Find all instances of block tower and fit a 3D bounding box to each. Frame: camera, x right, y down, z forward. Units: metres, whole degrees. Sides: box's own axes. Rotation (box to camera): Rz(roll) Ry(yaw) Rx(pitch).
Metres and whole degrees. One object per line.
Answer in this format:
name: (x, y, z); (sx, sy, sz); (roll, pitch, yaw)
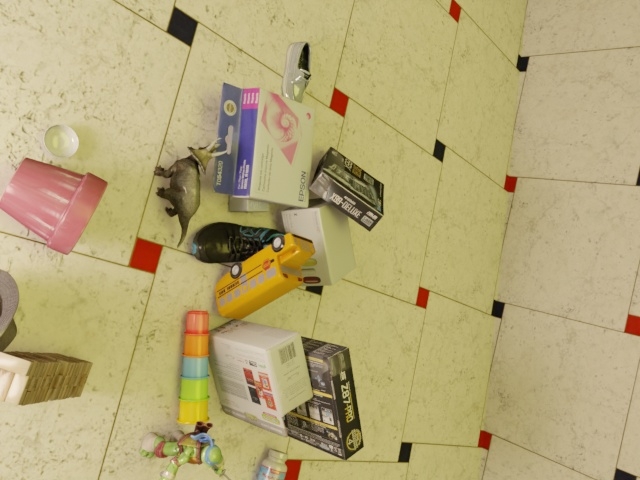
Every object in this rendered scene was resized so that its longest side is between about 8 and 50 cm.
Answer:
block tower: (-0.619, 0.301, 1.256); (0.335, 0.091, 0.097); (97, 8, -76)

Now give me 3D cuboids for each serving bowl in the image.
serving bowl: (-0.638, -0.242, 1.392); (0.083, 0.027, 0.083); (-2, 94, -44)

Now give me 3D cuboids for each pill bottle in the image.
pill bottle: (-0.160, 0.770, 1.858); (0.087, 0.087, 0.160); (31, 70, -41)

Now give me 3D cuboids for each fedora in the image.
fedora: (-0.745, 0.196, 1.190); (0.275, 0.244, 0.124); (-32, 143, -23)

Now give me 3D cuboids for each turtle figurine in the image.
turtle figurine: (-0.360, 0.619, 1.528); (0.198, 0.266, 0.274); (-32, 112, -39)

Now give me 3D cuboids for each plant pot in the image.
plant pot: (-0.622, -0.092, 1.312); (0.180, 0.201, 0.201); (29, 70, -25)

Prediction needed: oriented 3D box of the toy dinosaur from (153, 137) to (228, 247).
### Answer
toy dinosaur: (-0.377, -0.139, 1.559); (0.121, 0.160, 0.313); (21, 78, -42)

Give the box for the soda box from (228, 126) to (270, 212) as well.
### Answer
soda box: (-0.222, -0.229, 1.755); (0.091, 0.098, 0.286); (-3, 94, -46)

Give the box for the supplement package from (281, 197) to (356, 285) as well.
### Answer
supplement package: (0.000, 0.000, 1.914); (0.204, 0.145, 0.261); (-31, 113, -59)

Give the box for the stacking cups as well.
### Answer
stacking cups: (-0.364, 0.362, 1.640); (0.096, 0.096, 0.316); (1, 89, -45)

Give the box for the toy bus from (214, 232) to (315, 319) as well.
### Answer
toy bus: (-0.163, 0.106, 1.669); (0.108, 0.333, 0.130); (22, 46, -47)

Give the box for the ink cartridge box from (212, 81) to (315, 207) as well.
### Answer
ink cartridge box: (-0.157, -0.277, 1.703); (0.330, 0.071, 0.324); (7, 87, -47)

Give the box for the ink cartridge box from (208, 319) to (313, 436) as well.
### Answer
ink cartridge box: (-0.181, 0.394, 1.669); (0.130, 0.309, 0.271); (-23, 108, -42)

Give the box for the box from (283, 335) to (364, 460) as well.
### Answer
box: (-0.059, 0.454, 1.733); (0.097, 0.395, 0.318); (-20, 104, -41)

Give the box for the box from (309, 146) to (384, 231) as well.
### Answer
box: (0.096, -0.180, 1.909); (0.242, 0.076, 0.307); (35, 23, -9)

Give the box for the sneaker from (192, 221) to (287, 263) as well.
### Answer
sneaker: (-0.225, 0.004, 1.731); (0.341, 0.140, 0.125); (-6, 98, -43)

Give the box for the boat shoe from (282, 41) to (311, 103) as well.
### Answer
boat shoe: (-0.071, -0.556, 1.903); (0.079, 0.081, 0.227); (6, 87, -45)
